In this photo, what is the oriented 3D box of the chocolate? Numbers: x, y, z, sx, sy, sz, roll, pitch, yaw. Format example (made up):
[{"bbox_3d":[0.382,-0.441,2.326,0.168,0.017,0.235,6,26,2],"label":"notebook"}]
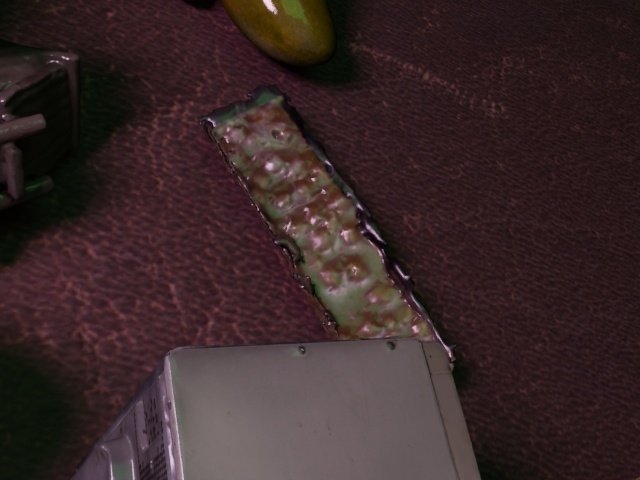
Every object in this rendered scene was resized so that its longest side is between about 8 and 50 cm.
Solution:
[{"bbox_3d":[0.001,0.001,0.673,0.102,0.065,0.329,-26,75,-23],"label":"chocolate"}]

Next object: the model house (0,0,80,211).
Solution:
[{"bbox_3d":[-0.258,-0.110,0.518,0.122,0.229,0.188,26,41,30],"label":"model house"}]

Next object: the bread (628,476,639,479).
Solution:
[{"bbox_3d":[0.341,0.261,0.695,0.083,0.076,0.070,0,65,-28],"label":"bread"}]

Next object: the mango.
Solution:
[{"bbox_3d":[-0.057,-0.323,0.789,0.146,0.129,0.289,18,58,-40],"label":"mango"}]

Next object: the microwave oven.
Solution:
[{"bbox_3d":[-0.048,0.160,0.428,0.193,0.240,0.145,5,61,-27],"label":"microwave oven"}]

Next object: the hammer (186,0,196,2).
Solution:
[{"bbox_3d":[-0.294,-0.373,0.715,0.408,0.095,0.242,25,52,-17],"label":"hammer"}]
